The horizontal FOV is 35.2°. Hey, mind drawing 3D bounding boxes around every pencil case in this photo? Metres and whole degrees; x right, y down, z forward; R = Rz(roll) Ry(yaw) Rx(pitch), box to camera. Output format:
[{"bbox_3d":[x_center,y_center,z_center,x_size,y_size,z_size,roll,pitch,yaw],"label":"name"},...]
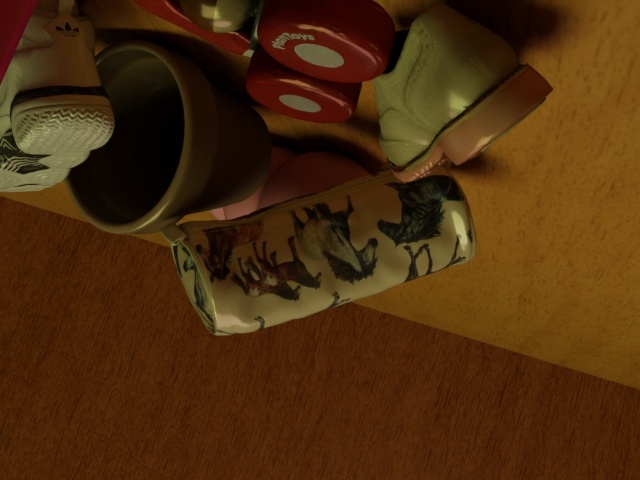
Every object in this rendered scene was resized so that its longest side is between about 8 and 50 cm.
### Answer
[{"bbox_3d":[0.000,0.000,1.366,0.410,0.183,0.160,-17,-159,-13],"label":"pencil case"}]

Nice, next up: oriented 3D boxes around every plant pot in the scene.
[{"bbox_3d":[-0.197,-0.132,1.419,0.263,0.263,0.229,10,-177,37],"label":"plant pot"}]

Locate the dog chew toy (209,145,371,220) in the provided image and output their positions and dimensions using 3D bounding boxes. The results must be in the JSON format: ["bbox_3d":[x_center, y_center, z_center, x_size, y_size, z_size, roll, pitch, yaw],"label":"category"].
[{"bbox_3d":[-0.061,-0.059,1.624,0.332,0.207,0.206,20,172,38],"label":"dog chew toy"}]

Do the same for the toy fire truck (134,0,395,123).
[{"bbox_3d":[-0.063,-0.224,0.800,0.254,0.169,0.302,17,169,-6],"label":"toy fire truck"}]

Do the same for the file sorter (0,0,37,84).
[{"bbox_3d":[-0.448,-0.305,1.006,0.290,0.202,0.182,18,166,3],"label":"file sorter"}]

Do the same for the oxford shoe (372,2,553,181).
[{"bbox_3d":[0.120,-0.161,1.067,0.146,0.140,0.397,51,171,-4],"label":"oxford shoe"}]

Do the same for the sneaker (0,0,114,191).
[{"bbox_3d":[-0.386,-0.192,1.324,0.137,0.210,0.366,0,167,-38],"label":"sneaker"}]
